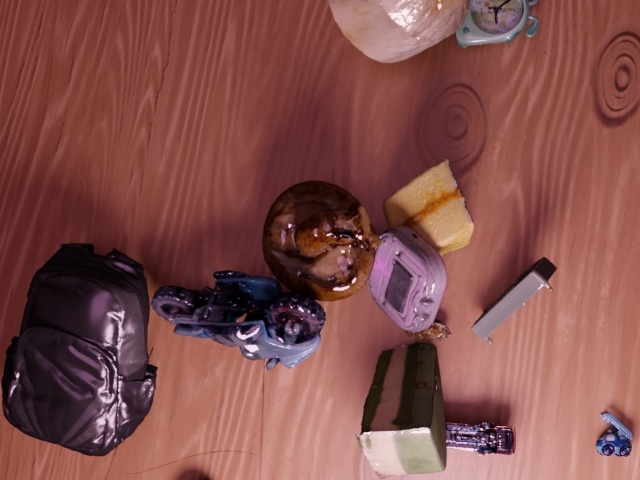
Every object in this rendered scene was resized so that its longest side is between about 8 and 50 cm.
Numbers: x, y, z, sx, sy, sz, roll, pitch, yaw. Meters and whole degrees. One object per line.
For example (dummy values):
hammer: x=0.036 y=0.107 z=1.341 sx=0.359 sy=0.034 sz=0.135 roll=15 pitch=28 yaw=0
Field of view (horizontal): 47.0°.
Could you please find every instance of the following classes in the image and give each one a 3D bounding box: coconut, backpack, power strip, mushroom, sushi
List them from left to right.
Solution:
backpack: x=-0.528 y=0.230 z=1.657 sx=0.363 sy=0.255 sz=0.446 roll=17 pitch=104 yaw=10
mushroom: x=0.013 y=0.000 z=1.591 sx=0.195 sy=0.283 sz=0.264 roll=3 pitch=82 yaw=-34
coconut: x=0.155 y=-0.539 z=1.582 sx=0.328 sy=0.329 sz=0.329 roll=0 pitch=87 yaw=8
sushi: x=0.231 y=0.196 z=1.637 sx=0.117 sy=0.060 sz=0.062 roll=-5 pitch=91 yaw=11
power strip: x=0.425 y=0.117 z=1.570 sx=0.061 sy=0.145 sz=0.216 roll=44 pitch=130 yaw=8

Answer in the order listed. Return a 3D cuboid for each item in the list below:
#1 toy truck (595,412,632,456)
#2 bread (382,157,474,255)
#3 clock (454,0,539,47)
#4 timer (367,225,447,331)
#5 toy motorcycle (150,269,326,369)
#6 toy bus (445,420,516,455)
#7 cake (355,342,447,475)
toy truck: x=0.626 y=0.416 z=1.574 sx=0.073 sy=0.056 sz=0.090 roll=1 pitch=74 yaw=4
bread: x=0.218 y=-0.056 z=1.552 sx=0.163 sy=0.264 sz=0.168 roll=-21 pitch=79 yaw=5
clock: x=0.392 y=-0.508 z=1.646 sx=0.188 sy=0.060 sz=0.148 roll=2 pitch=87 yaw=8
timer: x=0.181 y=0.083 z=1.578 sx=0.191 sy=0.069 sz=0.209 roll=44 pitch=135 yaw=39
toy motorcycle: x=-0.170 y=0.188 z=1.637 sx=0.415 sy=0.232 sz=0.172 roll=0 pitch=52 yaw=20
toy bus: x=0.301 y=0.422 z=1.597 sx=0.234 sy=0.096 sz=0.074 roll=5 pitch=81 yaw=9
cake: x=0.188 y=0.367 z=1.574 sx=0.157 sy=0.284 sz=0.172 roll=-8 pitch=118 yaw=18
